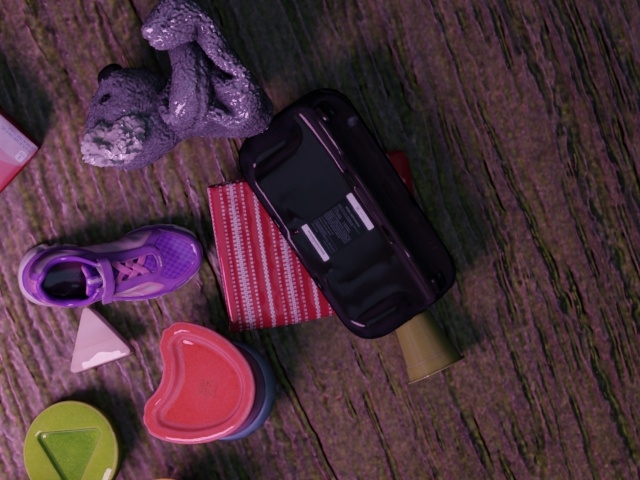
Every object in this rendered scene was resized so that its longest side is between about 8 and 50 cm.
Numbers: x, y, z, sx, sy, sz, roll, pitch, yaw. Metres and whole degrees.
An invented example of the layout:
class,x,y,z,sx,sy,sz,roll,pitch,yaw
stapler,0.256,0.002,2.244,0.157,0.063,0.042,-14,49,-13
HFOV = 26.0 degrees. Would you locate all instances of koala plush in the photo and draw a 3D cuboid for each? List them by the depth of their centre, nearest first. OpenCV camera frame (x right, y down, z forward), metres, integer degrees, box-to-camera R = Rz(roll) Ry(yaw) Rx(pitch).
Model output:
class,x,y,z,sx,sy,sz,roll,pitch,yaw
koala plush,-0.193,-0.165,1.682,0.221,0.196,0.203,-37,100,0

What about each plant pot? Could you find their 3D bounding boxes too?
class,x,y,z,sx,sy,sz,roll,pitch,yaw
plant pot,0.136,0.136,1.829,0.083,0.083,0.079,-25,86,-5

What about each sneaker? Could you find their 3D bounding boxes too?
class,x,y,z,sx,sy,sz,roll,pitch,yaw
sneaker,-0.262,0.040,1.742,0.236,0.104,0.095,-10,96,-8

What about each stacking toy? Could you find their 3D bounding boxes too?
class,x,y,z,sx,sy,sz,roll,pitch,yaw
stacking toy,-0.213,0.245,1.798,0.279,0.130,0.309,22,90,16

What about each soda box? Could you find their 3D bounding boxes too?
class,x,y,z,sx,sy,sz,roll,pitch,yaw
soda box,-0.469,-0.171,1.698,0.263,0.083,0.092,42,90,-11

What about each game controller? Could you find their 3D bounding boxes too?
class,x,y,z,sx,sy,sz,roll,pitch,yaw
game controller,0.036,-0.030,1.763,0.166,0.067,0.319,-33,102,5

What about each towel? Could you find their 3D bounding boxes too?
class,x,y,z,sx,sy,sz,roll,pitch,yaw
towel,0.000,0.000,1.794,0.274,0.031,0.199,-11,97,-14
